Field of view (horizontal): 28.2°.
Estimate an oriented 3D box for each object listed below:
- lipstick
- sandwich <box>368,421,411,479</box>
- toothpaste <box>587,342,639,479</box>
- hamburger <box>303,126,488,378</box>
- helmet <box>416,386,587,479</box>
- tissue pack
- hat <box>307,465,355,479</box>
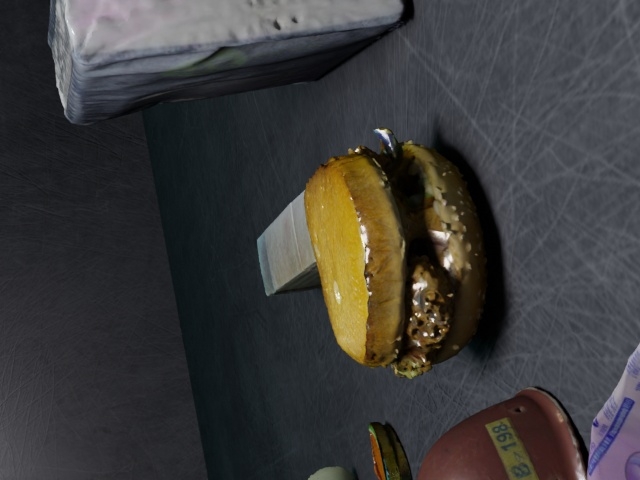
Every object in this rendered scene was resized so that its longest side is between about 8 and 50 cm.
[{"bbox_3d":[0.000,0.000,1.357,0.371,0.079,0.076,144,117,-75],"label":"lipstick"},{"bbox_3d":[0.073,0.234,1.330,0.101,0.026,0.069,-113,14,-56],"label":"sandwich"},{"bbox_3d":[0.182,0.080,0.641,0.301,0.075,0.048,95,-176,-56],"label":"toothpaste"},{"bbox_3d":[0.064,0.015,0.998,0.191,0.118,0.182,-118,19,-64],"label":"hamburger"},{"bbox_3d":[0.125,0.198,0.895,0.155,0.106,0.175,95,157,-49],"label":"helmet"},{"bbox_3d":[-0.108,-0.206,1.207,0.394,0.288,0.124,176,84,-77],"label":"tissue pack"},{"bbox_3d":[0.039,0.346,1.488,0.122,0.081,0.166,43,-149,-36],"label":"hat"}]
